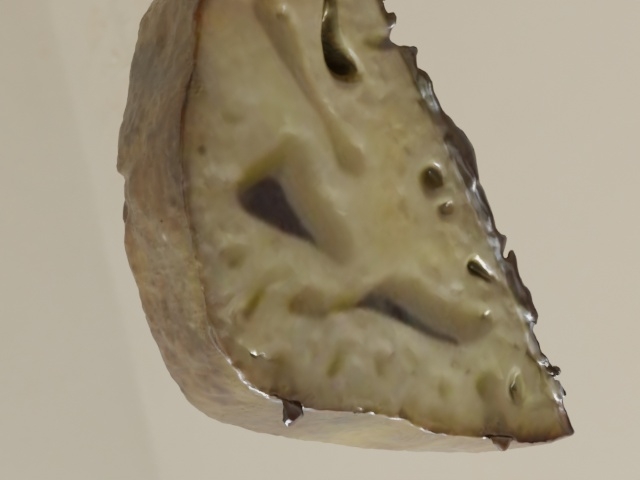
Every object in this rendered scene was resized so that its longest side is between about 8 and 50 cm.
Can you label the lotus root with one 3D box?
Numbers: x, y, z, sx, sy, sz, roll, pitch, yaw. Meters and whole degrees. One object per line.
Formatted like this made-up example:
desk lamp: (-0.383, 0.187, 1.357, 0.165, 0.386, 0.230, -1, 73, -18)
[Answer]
lotus root: (0.000, 0.000, 0.742, 0.170, 0.074, 0.260, -27, -80, -37)
